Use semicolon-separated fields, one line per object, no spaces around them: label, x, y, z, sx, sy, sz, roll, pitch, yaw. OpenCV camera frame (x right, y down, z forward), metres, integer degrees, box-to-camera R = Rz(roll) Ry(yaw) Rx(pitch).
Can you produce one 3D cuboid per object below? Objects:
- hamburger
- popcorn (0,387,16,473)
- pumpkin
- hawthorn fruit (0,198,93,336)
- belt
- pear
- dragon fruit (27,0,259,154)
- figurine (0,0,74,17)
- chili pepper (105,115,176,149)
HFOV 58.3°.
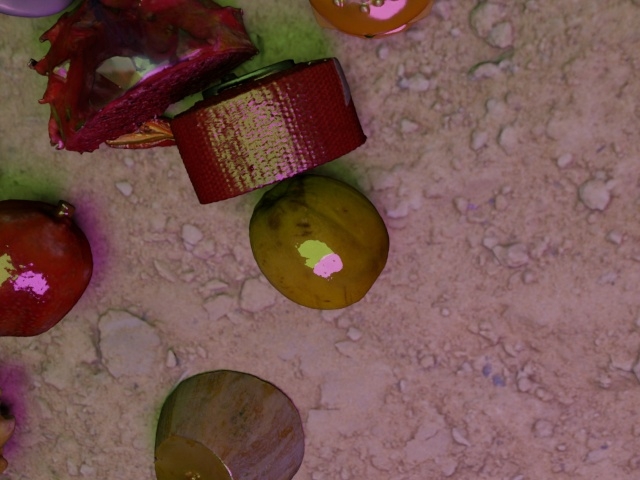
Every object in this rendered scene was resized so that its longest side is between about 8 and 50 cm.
hamburger;0.049;-0.283;0.578;0.162;0.115;0.162;2;107;8
popcorn;-0.544;0.289;0.778;0.259;0.259;0.212;3;131;6
pumpkin;-0.137;0.299;0.782;0.218;0.110;0.217;4;111;10
hawthorn fruit;-0.365;0.023;0.699;0.169;0.169;0.188;33;108;-3
belt;-0.059;-0.127;0.624;0.201;0.128;0.124;-20;104;1
pear;0.000;0.000;0.650;0.162;0.149;0.149;40;107;-13
dragon fruit;-0.222;-0.215;0.615;0.274;0.126;0.161;-28;90;5
figurine;-0.221;-0.367;0.558;0.382;0.205;0.224;-22;78;-1
chili pepper;-0.193;-0.133;0.698;0.178;0.027;0.045;2;111;7
